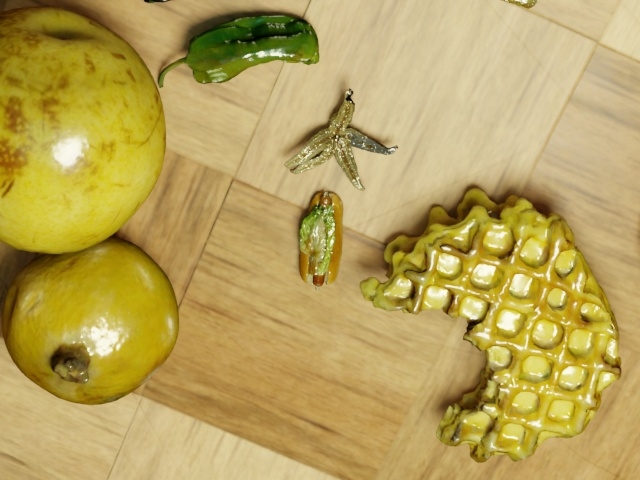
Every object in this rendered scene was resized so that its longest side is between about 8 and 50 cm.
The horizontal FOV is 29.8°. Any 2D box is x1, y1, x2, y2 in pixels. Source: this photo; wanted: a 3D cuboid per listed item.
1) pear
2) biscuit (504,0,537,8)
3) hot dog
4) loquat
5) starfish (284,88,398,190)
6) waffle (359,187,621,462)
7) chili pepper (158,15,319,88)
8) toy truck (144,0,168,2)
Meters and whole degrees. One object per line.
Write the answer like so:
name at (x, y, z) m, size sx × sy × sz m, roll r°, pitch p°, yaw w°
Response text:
pear at (-0.309, -0.122, 1.367) m, size 0.280 × 0.281 × 0.281 m, roll 1°, pitch 109°, yaw 4°
biscuit at (0.212, -0.375, 1.371) m, size 0.144 × 0.016 × 0.203 m, roll 16°, pitch 110°, yaw -1°
hot dog at (0.000, 0.000, 1.500) m, size 0.056 × 0.041 × 0.133 m, roll 6°, pitch 109°, yaw 2°
loquat at (-0.280, 0.105, 1.450) m, size 0.213 × 0.246 × 0.214 m, roll 1°, pitch 113°, yaw 3°
starfish at (0.028, -0.128, 1.454) m, size 0.133 × 0.041 × 0.130 m, roll 7°, pitch 118°, yaw -5°
waffle at (0.221, 0.106, 1.468) m, size 0.261 × 0.151 × 0.324 m, roll -24°, pitch 107°, yaw 15°
chili pepper at (-0.103, -0.219, 1.415) m, size 0.203 × 0.072 × 0.073 m, roll -11°, pitch 120°, yaw 4°
toy truck at (-0.099, -0.338, 1.351) m, size 0.257 × 0.127 × 0.127 m, roll -5°, pitch 107°, yaw 2°
